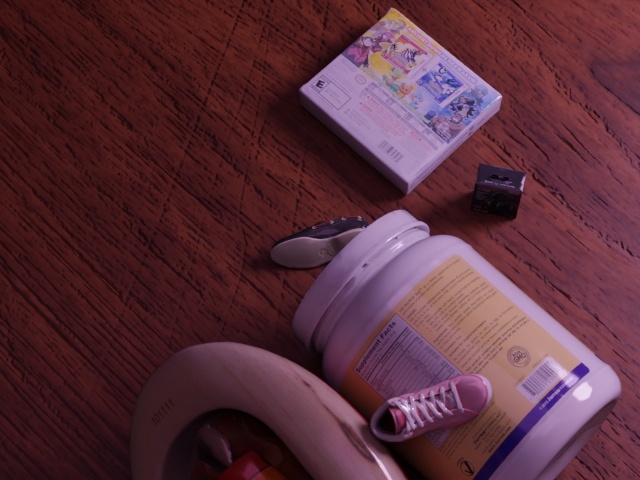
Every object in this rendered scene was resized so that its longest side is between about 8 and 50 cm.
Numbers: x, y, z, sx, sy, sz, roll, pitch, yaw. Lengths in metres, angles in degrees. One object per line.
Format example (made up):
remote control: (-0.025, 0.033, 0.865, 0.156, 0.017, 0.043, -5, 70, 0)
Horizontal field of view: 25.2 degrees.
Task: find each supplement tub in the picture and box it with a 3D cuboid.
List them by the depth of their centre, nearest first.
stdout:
supplement tub: (0.153, 0.145, 1.661, 0.241, 0.241, 0.331, -42, 71, -17)

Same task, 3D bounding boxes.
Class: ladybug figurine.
ladybug figurine: (-0.028, 0.307, 1.601, 0.305, 0.162, 0.449, -47, 69, 22)

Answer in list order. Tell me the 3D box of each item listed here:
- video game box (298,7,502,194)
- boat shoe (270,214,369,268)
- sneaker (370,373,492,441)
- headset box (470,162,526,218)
video game box: (0.106, -0.189, 1.923, 0.187, 0.048, 0.205, -43, 72, -15)
boat shoe: (0.000, 0.001, 1.840, 0.133, 0.049, 0.042, -13, 38, 2)
sneaker: (0.113, 0.180, 1.510, 0.134, 0.070, 0.051, -22, 82, 24)
headset box: (0.229, -0.066, 1.843, 0.062, 0.083, 0.032, 12, 66, 6)
